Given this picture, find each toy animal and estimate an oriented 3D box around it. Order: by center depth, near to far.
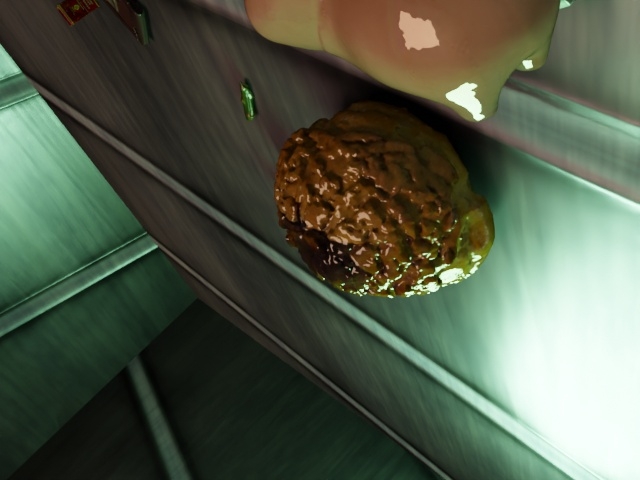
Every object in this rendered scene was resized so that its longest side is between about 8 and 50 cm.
[{"bbox_3d":[0.053,-0.246,0.567,0.326,0.237,0.269,33,166,50],"label":"toy animal"}]

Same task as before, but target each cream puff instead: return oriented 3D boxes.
[{"bbox_3d":[0.076,-0.037,0.951,0.343,0.231,0.327,44,157,3],"label":"cream puff"}]

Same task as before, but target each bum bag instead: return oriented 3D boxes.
[{"bbox_3d":[-0.424,-0.503,1.341,0.159,0.026,0.109,48,161,8],"label":"bum bag"}]

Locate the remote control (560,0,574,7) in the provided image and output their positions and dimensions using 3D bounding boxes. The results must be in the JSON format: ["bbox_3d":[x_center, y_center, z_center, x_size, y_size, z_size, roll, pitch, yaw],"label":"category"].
[{"bbox_3d":[0.174,-0.279,0.563,0.162,0.029,0.061,57,161,-20],"label":"remote control"}]

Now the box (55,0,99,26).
[{"bbox_3d":[-0.560,-0.540,1.446,0.051,0.082,0.023,54,159,-26],"label":"box"}]

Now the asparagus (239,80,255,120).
[{"bbox_3d":[-0.143,-0.275,1.226,0.025,0.021,0.108,33,157,19],"label":"asparagus"}]
